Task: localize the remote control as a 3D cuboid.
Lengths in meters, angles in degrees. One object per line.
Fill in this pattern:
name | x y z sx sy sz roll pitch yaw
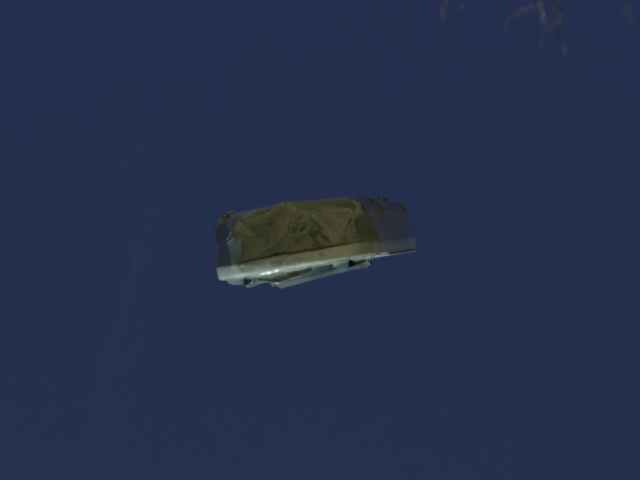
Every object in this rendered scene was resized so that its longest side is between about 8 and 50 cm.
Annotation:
remote control | 0.000 0.000 1.051 0.104 0.247 0.052 -10 -91 11
